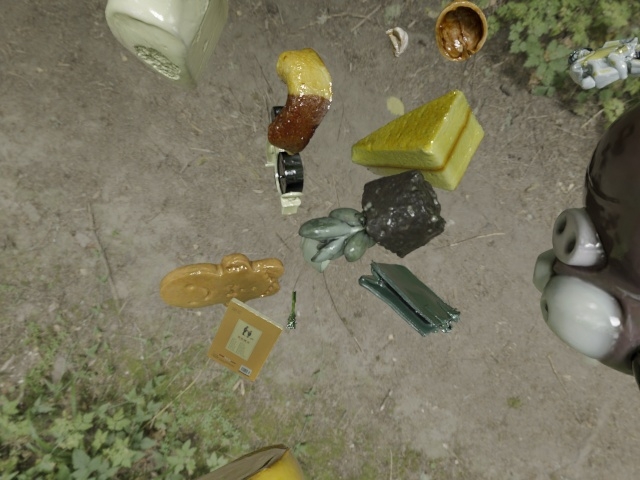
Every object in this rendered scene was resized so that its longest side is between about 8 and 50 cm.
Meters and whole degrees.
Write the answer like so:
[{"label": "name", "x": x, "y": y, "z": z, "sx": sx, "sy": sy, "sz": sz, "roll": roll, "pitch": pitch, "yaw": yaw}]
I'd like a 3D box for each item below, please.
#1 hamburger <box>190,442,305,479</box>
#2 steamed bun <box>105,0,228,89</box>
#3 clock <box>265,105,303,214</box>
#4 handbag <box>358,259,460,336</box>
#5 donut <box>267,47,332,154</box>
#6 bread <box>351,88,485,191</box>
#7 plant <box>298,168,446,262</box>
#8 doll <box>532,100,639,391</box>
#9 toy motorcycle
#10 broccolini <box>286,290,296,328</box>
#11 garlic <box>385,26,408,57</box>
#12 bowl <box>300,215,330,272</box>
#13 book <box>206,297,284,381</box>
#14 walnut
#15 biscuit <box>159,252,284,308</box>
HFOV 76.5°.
[{"label": "hamburger", "x": -0.173, "y": 0.585, "z": 0.732, "sx": 0.395, "sy": 0.396, "sz": 0.277, "roll": -27, "pitch": 74, "yaw": 5}, {"label": "steamed bun", "x": -0.482, "y": -0.740, "z": 1.298, "sx": 0.289, "sy": 0.456, "sz": 0.371, "roll": 22, "pitch": 82, "yaw": -8}, {"label": "clock", "x": -0.148, "y": -0.318, "z": 1.620, "sx": 0.120, "sy": 0.276, "sz": 0.379, "roll": -5, "pitch": 62, "yaw": -14}, {"label": "handbag", "x": 0.257, "y": 0.162, "z": 1.149, "sx": 0.260, "sy": 0.247, "sz": 0.079, "roll": 41, "pitch": 106, "yaw": 28}, {"label": "donut", "x": -0.059, "y": -0.371, "z": 1.093, "sx": 0.112, "sy": 0.151, "sz": 0.295, "roll": -6, "pitch": 113, "yaw": -40}, {"label": "bread", "x": 0.296, "y": -0.326, "z": 1.344, "sx": 0.233, "sy": 0.361, "sz": 0.245, "roll": 37, "pitch": 77, "yaw": -43}, {"label": "plant", "x": 0.099, "y": -0.026, "z": 0.802, "sx": 0.274, "sy": 0.149, "sz": 0.146, "roll": -21, "pitch": 131, "yaw": 21}, {"label": "doll", "x": 0.242, "y": -0.002, "z": 0.288, "sx": 0.117, "sy": 0.182, "sz": 0.257, "roll": 11, "pitch": 129, "yaw": 9}, {"label": "toy motorcycle", "x": 0.726, "y": -0.443, "z": 1.025, "sx": 0.151, "sy": 0.228, "sz": 0.074, "roll": -52, "pitch": 128, "yaw": -8}, {"label": "broccolini", "x": -0.096, "y": 0.232, "z": 1.350, "sx": 0.035, "sy": 0.030, "sz": 0.140, "roll": -2, "pitch": 109, "yaw": -14}, {"label": "garlic", "x": 0.298, "y": -0.756, "z": 1.544, "sx": 0.074, "sy": 0.113, "sz": 0.094, "roll": -27, "pitch": 83, "yaw": 6}, {"label": "bowl", "x": 0.000, "y": 0.000, "z": 1.464, "sx": 0.112, "sy": 0.211, "sz": 0.211, "roll": 25, "pitch": 96, "yaw": 13}, {"label": "book", "x": -0.157, "y": 0.206, "z": 0.827, "sx": 0.118, "sy": 0.012, "sz": 0.172, "roll": 29, "pitch": 119, "yaw": 0}, {"label": "walnut", "x": 0.477, "y": -0.731, "z": 1.389, "sx": 0.167, "sy": 0.211, "sz": 0.087, "roll": -11, "pitch": 51, "yaw": 24}, {"label": "biscuit", "x": -0.284, "y": 0.133, "z": 1.195, "sx": 0.354, "sy": 0.275, "sz": 0.052, "roll": -4, "pitch": 55, "yaw": -20}]
